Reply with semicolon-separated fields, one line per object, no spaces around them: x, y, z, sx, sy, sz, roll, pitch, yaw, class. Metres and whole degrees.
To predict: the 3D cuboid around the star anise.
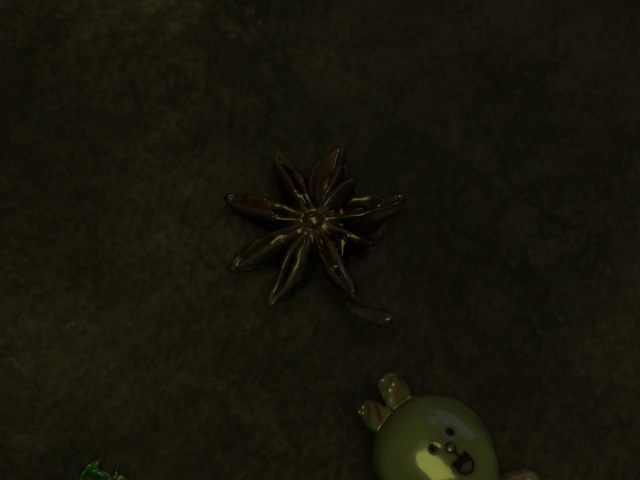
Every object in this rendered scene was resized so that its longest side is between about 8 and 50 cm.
0.000;0.001;1.689;0.209;0.089;0.231;-11;72;4;star anise

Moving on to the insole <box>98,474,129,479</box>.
-0.281;0.322;1.621;0.192;0.010;0.063;-33;83;-14;insole

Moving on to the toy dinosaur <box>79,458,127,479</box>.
-0.241;0.277;1.622;0.062;0.021;0.083;35;70;9;toy dinosaur

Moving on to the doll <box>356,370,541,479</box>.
0.147;0.266;1.638;0.275;0.113;0.155;42;67;12;doll
